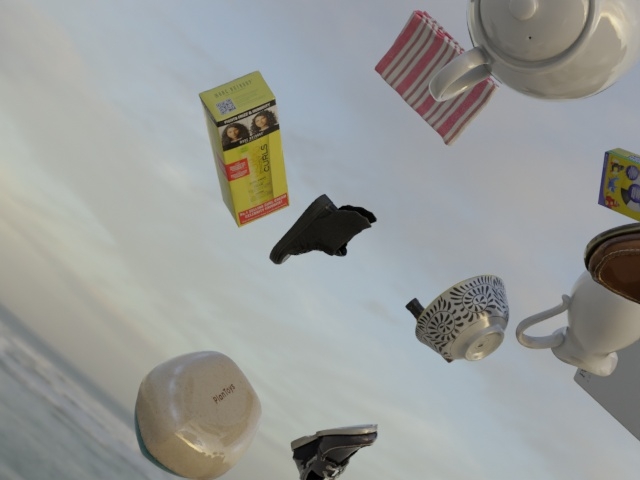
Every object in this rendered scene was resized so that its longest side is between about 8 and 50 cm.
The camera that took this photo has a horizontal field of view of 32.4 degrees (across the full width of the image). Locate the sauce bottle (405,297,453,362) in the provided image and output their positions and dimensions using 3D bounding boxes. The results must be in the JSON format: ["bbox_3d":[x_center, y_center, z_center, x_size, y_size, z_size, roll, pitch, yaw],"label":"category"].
[{"bbox_3d":[0.199,0.155,1.929,0.128,0.042,0.042,52,-10,13],"label":"sauce bottle"}]

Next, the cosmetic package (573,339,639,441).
[{"bbox_3d":[0.675,0.273,2.007,0.161,0.230,0.453,13,16,-23],"label":"cosmetic package"}]

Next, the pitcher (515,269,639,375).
[{"bbox_3d":[0.403,0.113,1.665,0.178,0.125,0.207,7,-37,-7],"label":"pitcher"}]

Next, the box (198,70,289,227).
[{"bbox_3d":[-0.097,-0.116,1.456,0.058,0.087,0.232,59,-15,31],"label":"box"}]

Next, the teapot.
[{"bbox_3d":[0.274,-0.281,1.349,0.252,0.256,0.187,15,18,30],"label":"teapot"}]

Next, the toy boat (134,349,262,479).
[{"bbox_3d":[-0.165,0.324,1.643,0.318,0.148,0.267,58,24,6],"label":"toy boat"}]

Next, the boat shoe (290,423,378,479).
[{"bbox_3d":[0.021,0.271,1.387,0.075,0.065,0.206,-1,-16,-24],"label":"boat shoe"}]

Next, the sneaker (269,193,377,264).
[{"bbox_3d":[0.001,-0.001,1.603,0.089,0.170,0.051,44,30,7],"label":"sneaker"}]

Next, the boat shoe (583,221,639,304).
[{"bbox_3d":[0.480,0.060,1.357,0.307,0.104,0.111,10,-50,-3],"label":"boat shoe"}]

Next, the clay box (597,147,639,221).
[{"bbox_3d":[0.699,-0.104,2.351,0.222,0.053,0.127,31,-52,48],"label":"clay box"}]

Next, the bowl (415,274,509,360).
[{"bbox_3d":[0.245,0.142,1.777,0.080,0.170,0.170,58,-1,34],"label":"bowl"}]

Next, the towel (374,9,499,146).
[{"bbox_3d":[0.189,-0.269,1.831,0.197,0.029,0.144,48,-50,14],"label":"towel"}]
